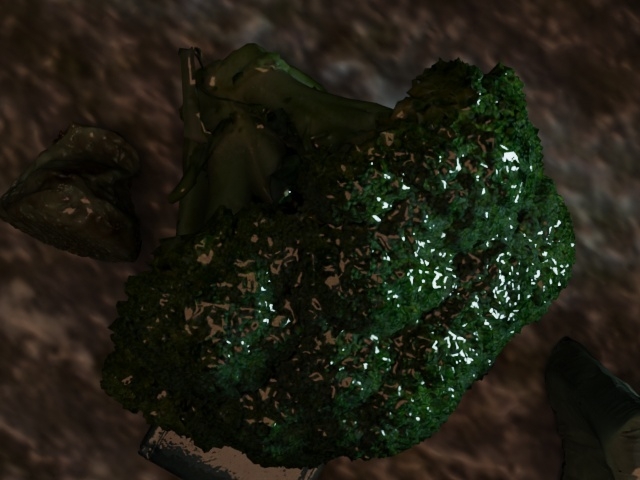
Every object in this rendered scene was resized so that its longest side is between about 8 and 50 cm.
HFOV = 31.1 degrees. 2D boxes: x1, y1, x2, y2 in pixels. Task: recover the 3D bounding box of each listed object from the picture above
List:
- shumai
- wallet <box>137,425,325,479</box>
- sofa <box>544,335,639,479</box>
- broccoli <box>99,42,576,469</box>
[{"bbox_3d":[-0.162,-0.038,0.800,0.099,0.124,0.087,28,75,-30],"label":"shumai"},{"bbox_3d":[-0.061,0.151,0.861,0.129,0.026,0.088,29,93,-4],"label":"wallet"},{"bbox_3d":[0.155,0.211,0.783,0.225,0.210,0.176,-34,99,5],"label":"sofa"},{"bbox_3d":[0.000,0.000,0.730,0.321,0.304,0.283,-25,64,-15],"label":"broccoli"}]
